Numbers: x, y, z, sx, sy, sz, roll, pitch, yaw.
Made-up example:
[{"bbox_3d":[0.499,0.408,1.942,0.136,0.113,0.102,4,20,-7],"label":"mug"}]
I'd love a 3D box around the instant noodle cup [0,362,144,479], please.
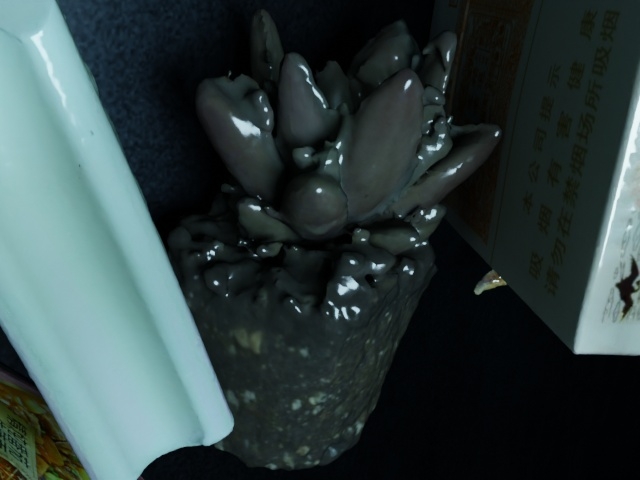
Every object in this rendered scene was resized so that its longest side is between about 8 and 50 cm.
[{"bbox_3d":[-0.233,0.232,0.492,0.255,0.244,0.244,-47,133,-5],"label":"instant noodle cup"}]

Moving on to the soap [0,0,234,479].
[{"bbox_3d":[-0.149,-0.019,0.466,0.095,0.173,0.290,-24,125,-11],"label":"soap"}]

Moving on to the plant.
[{"bbox_3d":[0.000,0.000,0.596,0.181,0.194,0.321,-34,141,-58],"label":"plant"}]

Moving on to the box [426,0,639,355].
[{"bbox_3d":[0.144,-0.090,0.597,0.051,0.365,0.205,3,109,-10],"label":"box"}]

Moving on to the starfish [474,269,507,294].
[{"bbox_3d":[0.289,-0.059,0.816,0.060,0.302,0.299,78,30,-72],"label":"starfish"}]
